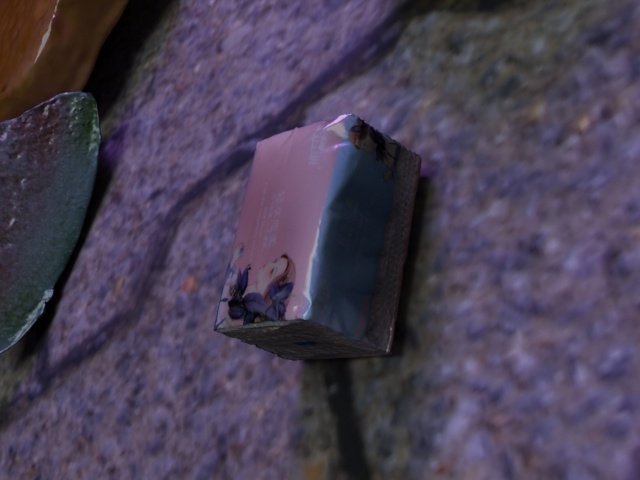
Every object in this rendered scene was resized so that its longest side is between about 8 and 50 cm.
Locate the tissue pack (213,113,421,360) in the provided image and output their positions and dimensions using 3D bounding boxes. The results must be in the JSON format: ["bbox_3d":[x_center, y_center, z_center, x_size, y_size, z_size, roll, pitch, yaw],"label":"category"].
[{"bbox_3d":[0.000,0.000,0.469,0.074,0.059,0.094,-11,62,49],"label":"tissue pack"}]

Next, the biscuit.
[{"bbox_3d":[-0.205,-0.209,0.820,0.351,0.057,0.312,-61,36,11],"label":"biscuit"}]

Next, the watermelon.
[{"bbox_3d":[-0.200,-0.018,0.699,0.180,0.094,0.081,-52,34,-8],"label":"watermelon"}]
